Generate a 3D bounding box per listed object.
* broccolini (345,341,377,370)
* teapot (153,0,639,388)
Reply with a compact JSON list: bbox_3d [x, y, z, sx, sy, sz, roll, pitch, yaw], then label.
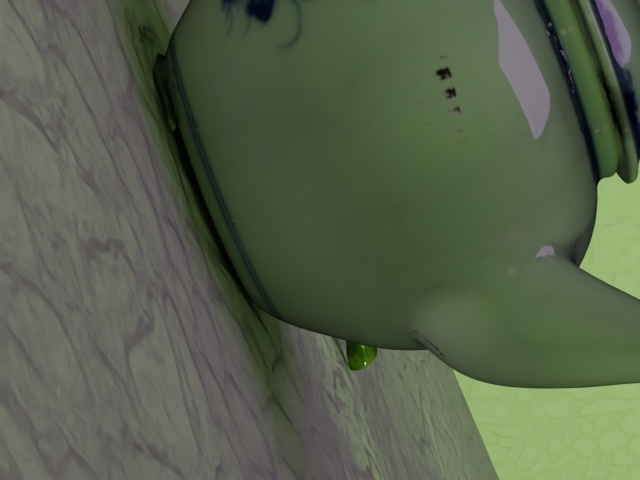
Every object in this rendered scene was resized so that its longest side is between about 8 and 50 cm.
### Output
[{"bbox_3d":[0.002,0.000,1.136,0.058,0.067,0.216,-89,166,-68],"label":"broccolini"},{"bbox_3d":[0.071,-0.081,0.853,0.252,0.280,0.424,62,7,-61],"label":"teapot"}]
